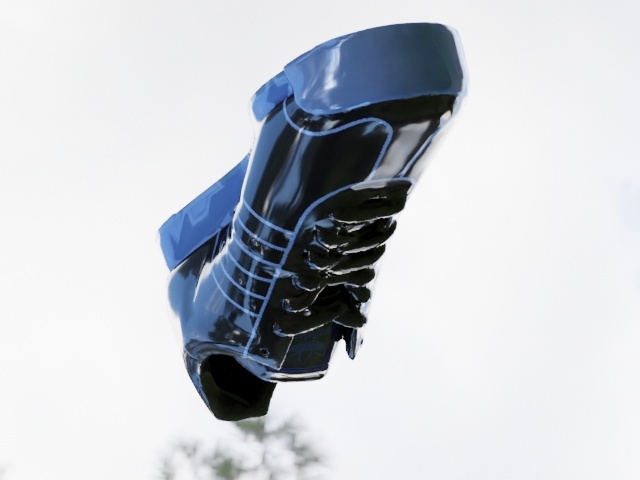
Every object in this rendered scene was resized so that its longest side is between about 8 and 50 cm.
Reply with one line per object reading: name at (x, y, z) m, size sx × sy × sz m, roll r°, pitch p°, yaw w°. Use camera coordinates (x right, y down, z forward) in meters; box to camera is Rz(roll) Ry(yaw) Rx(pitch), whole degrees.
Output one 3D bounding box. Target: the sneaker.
sneaker at (0.000, 0.000, 0.682) m, size 0.081 × 0.232 × 0.090 m, roll -6°, pitch -110°, yaw -26°
